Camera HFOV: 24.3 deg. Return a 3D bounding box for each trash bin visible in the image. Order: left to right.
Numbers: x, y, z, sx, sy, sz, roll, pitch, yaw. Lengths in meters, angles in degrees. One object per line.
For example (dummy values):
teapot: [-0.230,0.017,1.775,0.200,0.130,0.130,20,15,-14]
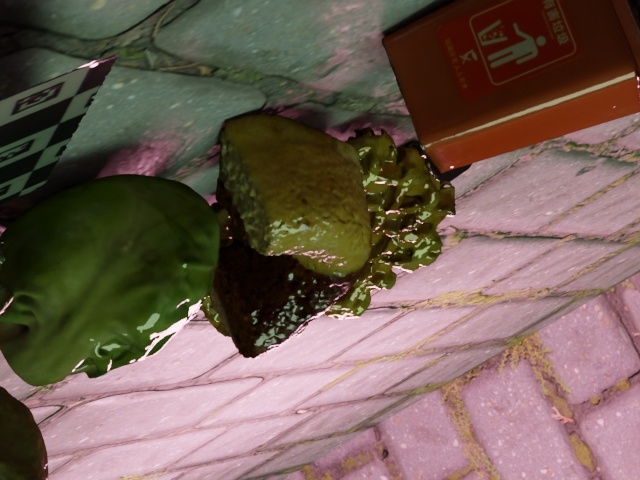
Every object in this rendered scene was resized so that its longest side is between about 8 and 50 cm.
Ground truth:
trash bin: [0.187,-0.155,1.309,0.238,0.161,0.184,-22,166,11]

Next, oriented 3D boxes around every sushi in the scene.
sushi: [-0.331,-0.033,0.968,0.359,0.064,0.343,-26,177,-22]

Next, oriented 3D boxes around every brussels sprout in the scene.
brussels sprout: [-0.185,0.027,1.280,0.223,0.161,0.223,-25,-171,4]

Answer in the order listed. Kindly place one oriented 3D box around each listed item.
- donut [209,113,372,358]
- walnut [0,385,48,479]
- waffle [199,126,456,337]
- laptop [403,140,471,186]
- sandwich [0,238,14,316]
donut: [-0.019,0.006,1.407,0.151,0.112,0.295,-10,148,-15]
walnut: [-0.405,0.267,1.567,0.283,0.283,0.227,-46,-163,52]
waffle: [0.000,0.000,1.569,0.302,0.068,0.325,-27,152,6]
laptop: [0.093,-0.065,1.706,0.135,0.016,0.197,-34,164,21]
sandwich: [-0.320,0.057,1.165,0.096,0.094,0.258,-31,-179,-32]
